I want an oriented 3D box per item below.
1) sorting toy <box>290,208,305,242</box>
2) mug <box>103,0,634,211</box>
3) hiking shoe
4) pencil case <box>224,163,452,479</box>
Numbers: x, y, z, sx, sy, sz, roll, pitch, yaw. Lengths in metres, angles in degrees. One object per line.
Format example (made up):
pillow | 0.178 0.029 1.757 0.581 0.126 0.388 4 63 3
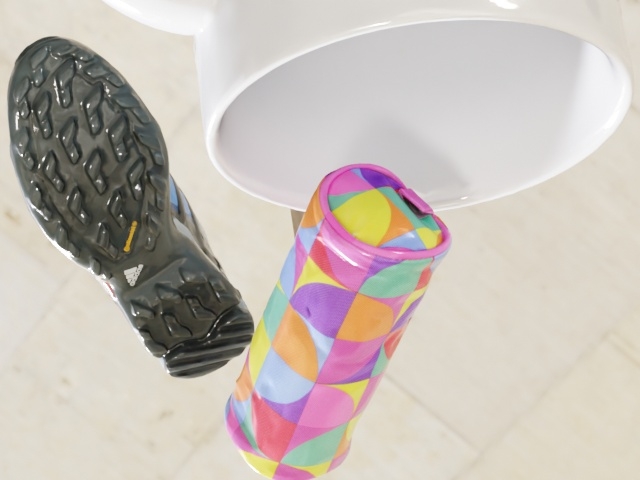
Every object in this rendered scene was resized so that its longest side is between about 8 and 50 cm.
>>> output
sorting toy | 0.000 0.000 1.517 0.012 0.083 0.062 -2 169 -40
mug | 0.001 -0.222 1.100 0.276 0.374 0.328 129 -41 -58
hiking shoe | -0.160 -0.029 1.266 0.113 0.304 0.132 -29 -148 -7
pencil case | 0.008 0.060 1.130 0.104 0.104 0.236 -53 170 -50
